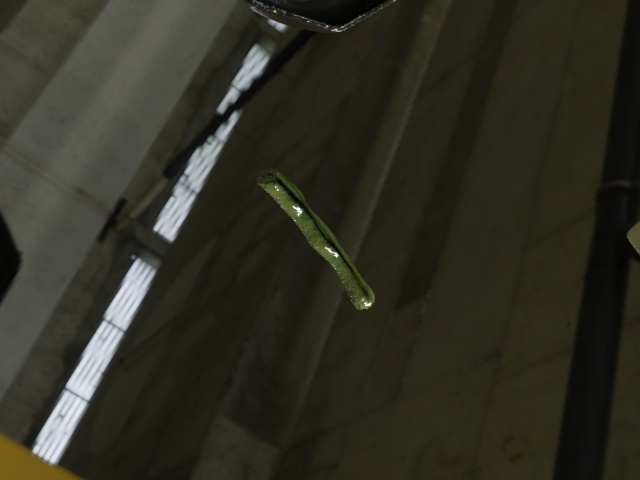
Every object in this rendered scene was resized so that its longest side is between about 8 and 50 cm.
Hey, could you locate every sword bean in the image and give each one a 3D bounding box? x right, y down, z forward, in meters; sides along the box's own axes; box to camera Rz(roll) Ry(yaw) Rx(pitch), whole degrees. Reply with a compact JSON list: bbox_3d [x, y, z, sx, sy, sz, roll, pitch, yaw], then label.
[{"bbox_3d":[0.001,0.000,1.379,0.038,0.269,0.043,3,-132,49],"label":"sword bean"}]

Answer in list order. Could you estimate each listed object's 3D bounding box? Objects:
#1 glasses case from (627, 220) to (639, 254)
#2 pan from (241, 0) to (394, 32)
[{"bbox_3d":[0.469,0.092,1.102,0.070,0.313,0.131,-40,-155,15],"label":"glasses case"},{"bbox_3d":[0.025,-0.173,0.584,0.048,0.202,0.128,163,-60,-70],"label":"pan"}]
